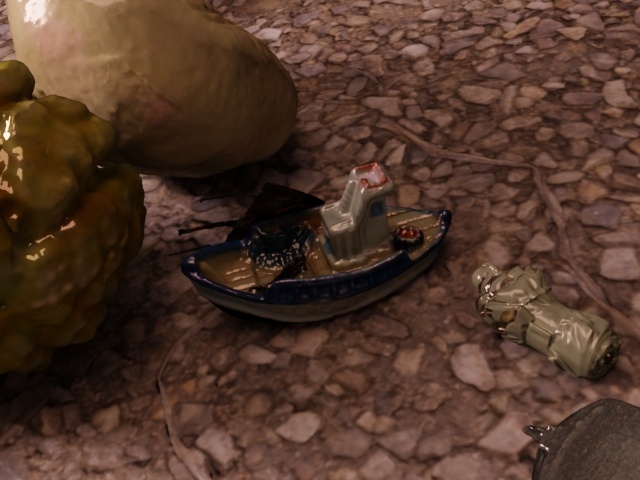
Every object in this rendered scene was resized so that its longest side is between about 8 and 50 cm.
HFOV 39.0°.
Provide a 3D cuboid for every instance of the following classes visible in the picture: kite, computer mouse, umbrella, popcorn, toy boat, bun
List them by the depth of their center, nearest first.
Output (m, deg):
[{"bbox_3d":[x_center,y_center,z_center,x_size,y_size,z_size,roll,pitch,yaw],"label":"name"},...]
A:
[{"bbox_3d":[0.236,0.182,0.610,0.229,0.068,0.113,20,64,48],"label":"computer mouse"},{"bbox_3d":[0.185,0.064,0.766,0.143,0.062,0.067,38,95,37],"label":"umbrella"},{"bbox_3d":[-0.323,-0.006,0.846,0.335,0.279,0.274,-43,24,38],"label":"popcorn"},{"bbox_3d":[0.000,0.000,0.855,0.262,0.115,0.114,-20,40,-5],"label":"toy boat"},{"bbox_3d":[-0.065,-0.021,0.893,0.160,0.183,0.010,-12,75,-24],"label":"kite"},{"bbox_3d":[-0.198,-0.175,0.992,0.361,0.361,0.213,32,94,42],"label":"bun"}]
